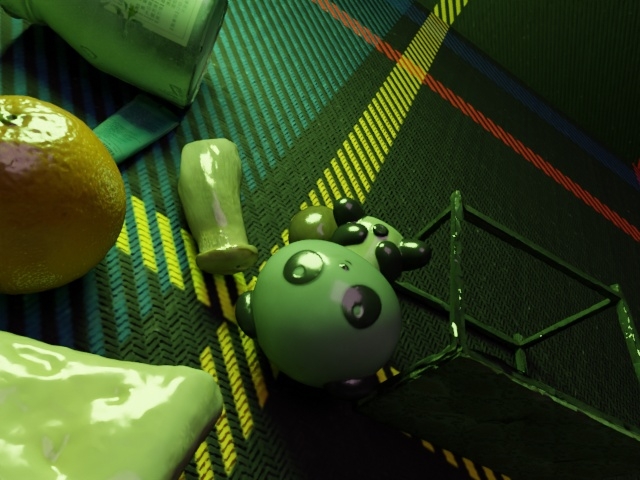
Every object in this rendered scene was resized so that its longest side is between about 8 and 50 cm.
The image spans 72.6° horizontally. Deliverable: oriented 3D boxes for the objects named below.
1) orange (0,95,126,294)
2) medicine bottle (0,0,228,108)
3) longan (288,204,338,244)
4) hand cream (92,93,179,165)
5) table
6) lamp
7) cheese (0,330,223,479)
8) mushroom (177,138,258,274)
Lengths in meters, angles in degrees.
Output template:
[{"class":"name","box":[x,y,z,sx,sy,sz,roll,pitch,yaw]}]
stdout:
[{"class":"orange","box":[-0.303,-0.045,0.446,0.206,0.206,0.206,18,48,-21]},{"class":"medicine bottle","box":[-0.310,-0.380,0.686,0.290,0.245,0.245,20,47,-16]},{"class":"longan","box":[0.000,0.000,0.687,0.113,0.092,0.113,29,49,-40]},{"class":"hand cream","box":[-0.299,-0.162,0.662,0.083,0.048,0.224,32,38,-8]},{"class":"table","box":[0.263,0.152,0.643,0.335,0.222,0.272,28,46,-13]},{"class":"lamp","box":[0.024,0.069,0.567,0.197,0.198,0.244,39,62,0]},{"class":"cheese","box":[-0.232,0.192,0.318,0.251,0.174,0.248,28,36,-13]},{"class":"mushroom","box":[-0.156,-0.064,0.634,0.096,0.108,0.247,-19,57,4]}]
